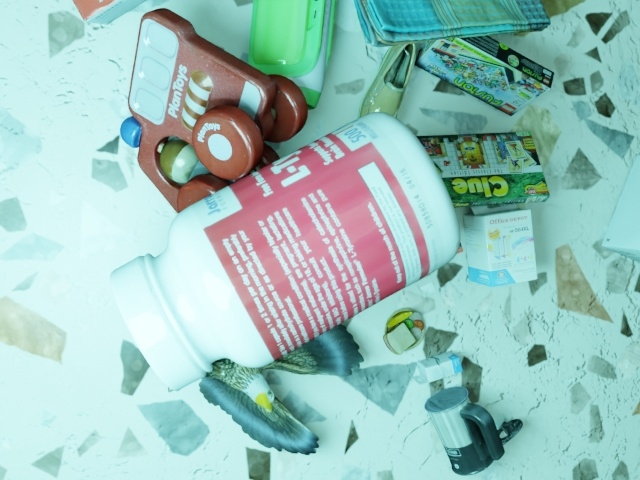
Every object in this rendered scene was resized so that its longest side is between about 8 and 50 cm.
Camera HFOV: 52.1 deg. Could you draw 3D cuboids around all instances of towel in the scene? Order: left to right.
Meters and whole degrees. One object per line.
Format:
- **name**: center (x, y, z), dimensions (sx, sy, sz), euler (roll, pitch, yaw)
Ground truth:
- **towel**: center (0.192, -0.446, 1.043), dimensions (0.370, 0.040, 0.272), euler (-13, 80, -28)

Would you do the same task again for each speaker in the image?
- **speaker**: center (-0.045, -0.365, 1.043), dimensions (0.131, 0.131, 0.297), euler (5, 93, -12)

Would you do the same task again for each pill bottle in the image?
- **pill bottle**: center (-0.046, 0.019, 0.852), dimensions (0.407, 0.229, 0.229), euler (-28, 99, -8)

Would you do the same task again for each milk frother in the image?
- **milk frother**: center (0.283, 0.327, 1.190), dimensions (0.143, 0.129, 0.135), euler (-36, 105, -51)

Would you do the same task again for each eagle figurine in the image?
- **eagle figurine**: center (-0.105, 0.213, 1.068), dimensions (0.226, 0.225, 0.298), euler (-31, 140, 31)

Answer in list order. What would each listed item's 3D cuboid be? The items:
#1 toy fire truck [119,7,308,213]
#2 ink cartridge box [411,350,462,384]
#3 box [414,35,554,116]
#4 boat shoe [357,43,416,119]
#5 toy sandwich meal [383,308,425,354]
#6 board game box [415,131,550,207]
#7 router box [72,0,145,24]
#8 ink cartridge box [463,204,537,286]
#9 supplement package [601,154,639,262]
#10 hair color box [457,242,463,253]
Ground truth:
- **toy fire truck**: center (-0.182, -0.162, 0.987), dimensions (0.253, 0.302, 0.169), euler (33, 42, 8)
- **ink cartridge box**: center (0.206, 0.230, 1.179), dimensions (0.083, 0.048, 0.028), euler (-16, 97, -11)
- **box**: center (0.279, -0.294, 1.120), dimensions (0.206, 0.114, 0.036), euler (24, 69, -12)
- **boat shoe**: center (0.114, -0.251, 1.111), dimensions (0.068, 0.072, 0.190), euler (16, 91, -13)
- **toy sandwich meal**: center (0.151, 0.163, 1.172), dimensions (0.085, 0.029, 0.086), euler (-1, 95, -12)
- **board game box**: center (0.263, -0.124, 1.147), dimensions (0.259, 0.030, 0.136), euler (-5, 70, -12)
- **router box**: center (-0.272, -0.534, 0.951), dimensions (0.335, 0.082, 0.301), euler (-27, 100, 12)
- **ink cartridge box**: center (0.317, 0.001, 1.164), dimensions (0.092, 0.090, 0.143), euler (-9, 97, -11)
- **supplement package**: center (0.678, -0.036, 1.207), dimensions (0.203, 0.149, 0.194), euler (22, 90, -14)
- **hair color box**: center (0.177, 0.005, 1.109), dimensions (0.071, 0.141, 0.043), euler (-20, 98, -9)
